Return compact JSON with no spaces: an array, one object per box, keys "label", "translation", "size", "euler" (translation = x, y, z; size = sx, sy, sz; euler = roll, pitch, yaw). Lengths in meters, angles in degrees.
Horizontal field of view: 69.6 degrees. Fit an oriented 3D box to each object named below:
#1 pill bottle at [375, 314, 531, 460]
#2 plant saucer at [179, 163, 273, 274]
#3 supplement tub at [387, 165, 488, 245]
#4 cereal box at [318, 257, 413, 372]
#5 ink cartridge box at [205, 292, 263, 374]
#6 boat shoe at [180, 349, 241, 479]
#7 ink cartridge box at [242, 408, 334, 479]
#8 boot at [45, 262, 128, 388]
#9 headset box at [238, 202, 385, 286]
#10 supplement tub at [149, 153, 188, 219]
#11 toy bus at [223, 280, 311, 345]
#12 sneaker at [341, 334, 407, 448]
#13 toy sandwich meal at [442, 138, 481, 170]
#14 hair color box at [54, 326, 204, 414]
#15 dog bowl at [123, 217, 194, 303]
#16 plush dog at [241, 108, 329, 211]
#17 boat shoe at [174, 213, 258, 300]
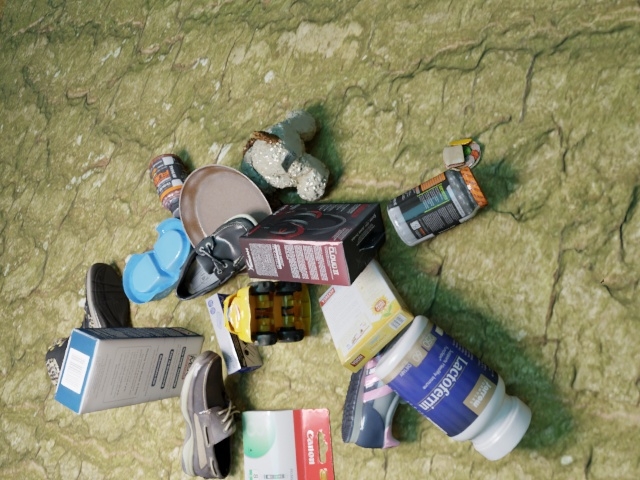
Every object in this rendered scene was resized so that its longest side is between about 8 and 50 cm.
[{"label":"pill bottle","translation":[0.250,0.280,0.882],"size":[0.265,0.153,0.153],"euler":[38,100,9]},{"label":"plant saucer","translation":[-0.244,-0.057,1.239],"size":[0.311,0.050,0.310],"euler":[11,116,22]},{"label":"supplement tub","translation":[0.252,-0.076,0.997],"size":[0.191,0.117,0.116],"euler":[-27,69,22]},{"label":"cereal box","translation":[0.089,0.147,1.014],"size":[0.173,0.047,0.240],"euler":[-47,27,13]},{"label":"ink cartridge box","translation":[-0.227,0.243,1.211],"size":[0.046,0.097,0.207],"euler":[-32,67,20]},{"label":"boat shoe","translation":[-0.263,0.442,1.160],"size":[0.131,0.132,0.354],"euler":[10,109,15]},{"label":"ink cartridge box","translation":[-0.084,0.502,1.110],"size":[0.225,0.056,0.180],"euler":[-12,75,28]},{"label":"boot","translation":[-0.746,0.288,1.472],"size":[0.284,0.138,0.377],"euler":[-26,74,22]},{"label":"headset box","translation":[0.000,0.000,1.055],"size":[0.294,0.218,0.110],"euler":[2,117,30]},{"label":"supplement tub","translation":[-0.444,-0.162,1.402],"size":[0.106,0.106,0.197],"euler":[-36,65,18]},{"label":"toy bus","translation":[-0.161,0.174,1.125],"size":[0.212,0.220,0.149],"euler":[-6,83,34]},{"label":"sneaker","translation":[0.143,0.292,1.014],"size":[0.131,0.112,0.318],"euler":[17,78,-5]},{"label":"toy sandwich meal","translation":[0.315,-0.195,1.035],"size":[0.086,0.029,0.085],"euler":[-6,78,28]},{"label":"hair color box","translation":[-0.473,0.319,1.186],"size":[0.105,0.347,0.173],"euler":[12,86,30]},{"label":"dog bowl","translation":[-0.473,0.067,1.394],"size":[0.297,0.074,0.166],"euler":[-45,63,15]},{"label":"plush dog","translation":[-0.127,-0.201,1.206],"size":[0.225,0.211,0.262],"euler":[-34,64,45]},{"label":"boat shoe","translation":[-0.286,0.057,1.215],"size":[0.340,0.113,0.127],"euler":[-35,92,34]}]
